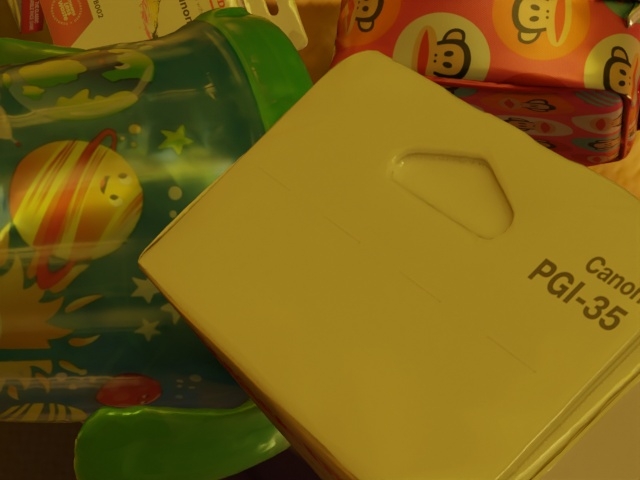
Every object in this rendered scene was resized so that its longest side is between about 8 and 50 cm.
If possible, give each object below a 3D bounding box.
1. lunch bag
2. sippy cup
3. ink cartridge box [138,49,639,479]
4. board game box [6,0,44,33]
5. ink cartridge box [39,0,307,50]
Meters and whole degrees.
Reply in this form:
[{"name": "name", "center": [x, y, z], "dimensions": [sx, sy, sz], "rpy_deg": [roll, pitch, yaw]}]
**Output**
[{"name": "lunch bag", "center": [0.148, -0.125, 1.186], "dimensions": [0.258, 0.120, 0.293], "rpy_deg": [8, 174, 8]}, {"name": "sippy cup", "center": [-0.133, 0.000, 0.842], "dimensions": [0.305, 0.224, 0.240], "rpy_deg": [-178, 83, -67]}, {"name": "ink cartridge box", "center": [0.086, 0.091, 0.570], "dimensions": [0.207, 0.117, 0.283], "rpy_deg": [38, 168, 51]}, {"name": "board game box", "center": [-0.324, -0.351, 1.549], "dimensions": [0.145, 0.027, 0.281], "rpy_deg": [103, 146, -52]}, {"name": "ink cartridge box", "center": [-0.121, -0.184, 1.321], "dimensions": [0.067, 0.198, 0.115], "rpy_deg": [0, -110, -87]}]
